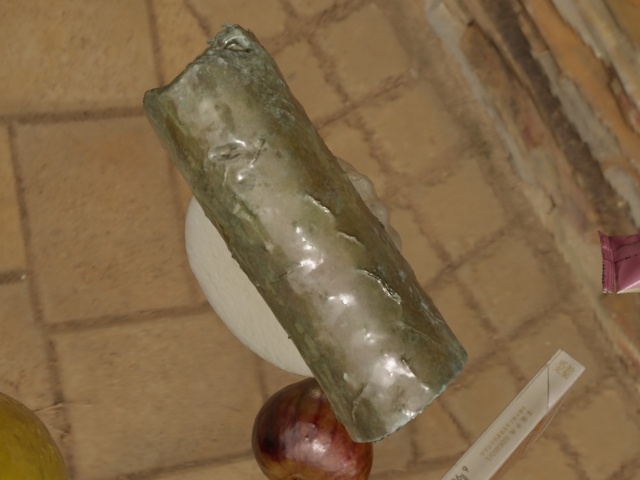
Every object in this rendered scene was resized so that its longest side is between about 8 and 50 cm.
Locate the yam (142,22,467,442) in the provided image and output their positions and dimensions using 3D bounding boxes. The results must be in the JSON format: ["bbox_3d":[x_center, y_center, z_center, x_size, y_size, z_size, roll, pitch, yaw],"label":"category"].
[{"bbox_3d":[-0.013,-0.008,0.694,0.093,0.093,0.259,-32,87,-23],"label":"yam"}]

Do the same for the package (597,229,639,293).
[{"bbox_3d":[0.214,0.013,0.707,0.083,0.029,0.059,0,42,13],"label":"package"}]

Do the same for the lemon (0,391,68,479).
[{"bbox_3d":[-0.461,0.322,1.378,0.364,0.364,0.364,4,79,-21],"label":"lemon"}]

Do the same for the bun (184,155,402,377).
[{"bbox_3d":[0.000,0.000,1.232,0.175,0.263,0.263,-38,96,-41],"label":"bun"}]

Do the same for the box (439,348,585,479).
[{"bbox_3d":[0.207,0.315,1.526,0.051,0.204,0.365,39,62,18],"label":"box"}]

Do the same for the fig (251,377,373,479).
[{"bbox_3d":[-0.012,0.230,1.407,0.149,0.148,0.202,22,46,-47],"label":"fig"}]
